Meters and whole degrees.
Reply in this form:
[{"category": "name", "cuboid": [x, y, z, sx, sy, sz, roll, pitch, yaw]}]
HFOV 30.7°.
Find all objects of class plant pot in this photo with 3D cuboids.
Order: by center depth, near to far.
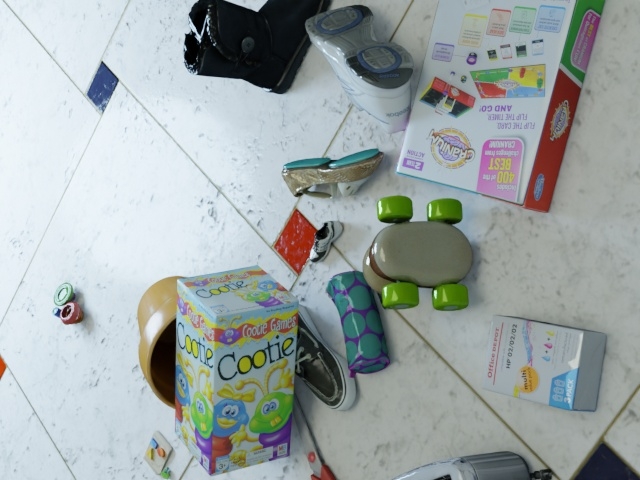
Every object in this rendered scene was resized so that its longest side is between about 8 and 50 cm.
[{"category": "plant pot", "cuboid": [-0.220, 0.153, 1.949, 0.188, 0.205, 0.205, 42, 113, 55]}]

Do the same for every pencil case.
[{"category": "pencil case", "cuboid": [0.056, 0.125, 1.765, 0.070, 0.064, 0.152, -24, 67, 22]}]

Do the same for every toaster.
[{"category": "toaster", "cuboid": [0.185, 0.355, 1.550, 0.227, 0.146, 0.129, -28, 66, 37]}]

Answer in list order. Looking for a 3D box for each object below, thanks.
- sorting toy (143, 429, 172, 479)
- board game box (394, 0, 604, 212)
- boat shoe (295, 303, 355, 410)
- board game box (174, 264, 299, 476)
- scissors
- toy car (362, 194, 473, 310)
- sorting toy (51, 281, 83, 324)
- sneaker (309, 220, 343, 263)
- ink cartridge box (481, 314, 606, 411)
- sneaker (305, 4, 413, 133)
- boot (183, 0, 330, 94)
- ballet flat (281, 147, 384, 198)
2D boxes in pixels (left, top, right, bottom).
[{"category": "sorting toy", "cuboid": [-0.288, 0.389, 2.090, 0.083, 0.012, 0.062, 41, 112, 40]}, {"category": "board game box", "cuboid": [0.246, -0.219, 1.634, 0.242, 0.064, 0.317, 20, 97, 44]}, {"category": "boat shoe", "cuboid": [-0.026, 0.182, 1.830, 0.078, 0.070, 0.219, -56, 51, 22]}, {"category": "board game box", "cuboid": [-0.133, 0.199, 1.807, 0.142, 0.144, 0.275, 36, 129, 52]}, {"category": "scissors", "cuboid": [-0.011, 0.361, 1.823, 0.109, 0.021, 0.297, -55, 53, 26]}, {"category": "toy car", "cuboid": [0.122, 0.036, 1.701, 0.188, 0.148, 0.155, 139, 132, -66]}, {"category": "sorting toy", "cuboid": [-0.498, 0.134, 2.318, 0.061, 0.042, 0.102, -40, 45, 15]}, {"category": "sneaker", "cuboid": [0.000, 0.000, 1.856, 0.032, 0.037, 0.083, 48, 117, 35]}, {"category": "ink cartridge box", "cuboid": [0.279, 0.158, 1.547, 0.181, 0.061, 0.104, 8, 89, 45]}, {"category": "sneaker", "cuboid": [0.056, -0.266, 1.790, 0.297, 0.111, 0.129, -118, 12, -50]}, {"category": "boot", "cuboid": [-0.104, -0.365, 1.893, 0.094, 0.207, 0.247, 36, 108, 41]}, {"category": "ballet flat", "cuboid": [0.026, -0.101, 1.839, 0.206, 0.073, 0.067, -3, 109, 46]}]
